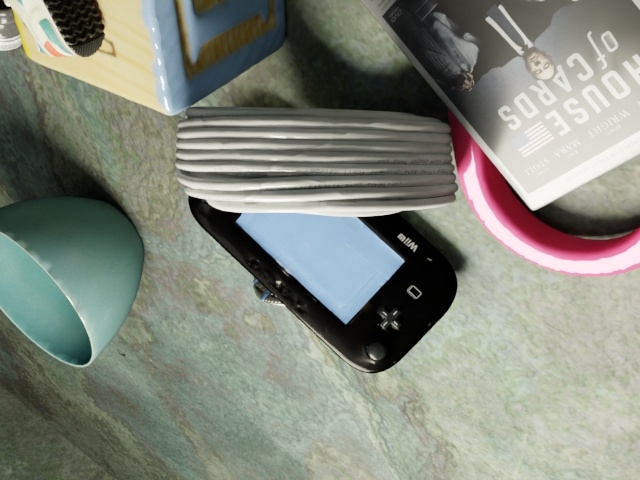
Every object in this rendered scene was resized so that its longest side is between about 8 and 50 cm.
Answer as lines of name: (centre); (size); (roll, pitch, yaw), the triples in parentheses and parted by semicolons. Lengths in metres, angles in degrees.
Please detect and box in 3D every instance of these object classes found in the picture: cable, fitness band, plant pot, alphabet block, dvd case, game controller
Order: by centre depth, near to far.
dvd case: (0.154, -0.152, 0.496); (0.238, 0.030, 0.179); (50, 143, -2)
fitness band: (0.208, -0.097, 0.556); (0.209, 0.054, 0.290); (11, 130, 35)
cable: (-0.003, -0.077, 0.613); (0.257, 0.257, 0.089); (3, 99, 6)
alphabet block: (-0.166, -0.262, 0.631); (0.197, 0.192, 0.193); (23, 135, 23)
game controller: (0.000, 0.000, 0.765); (0.319, 0.067, 0.166); (42, 107, 5)
plant pot: (-0.414, 0.038, 1.114); (0.290, 0.195, 0.290); (24, 138, 24)

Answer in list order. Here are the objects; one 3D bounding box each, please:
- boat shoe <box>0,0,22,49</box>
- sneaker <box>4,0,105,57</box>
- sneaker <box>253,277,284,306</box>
boat shoe: (-0.440, -0.324, 0.784); (0.228, 0.080, 0.076); (46, 145, 3)
sneaker: (-0.242, -0.222, 0.537); (0.075, 0.057, 0.161); (3, 129, 33)
sneaker: (0.021, 0.061, 0.862); (0.211, 0.080, 0.081); (8, 168, 26)
